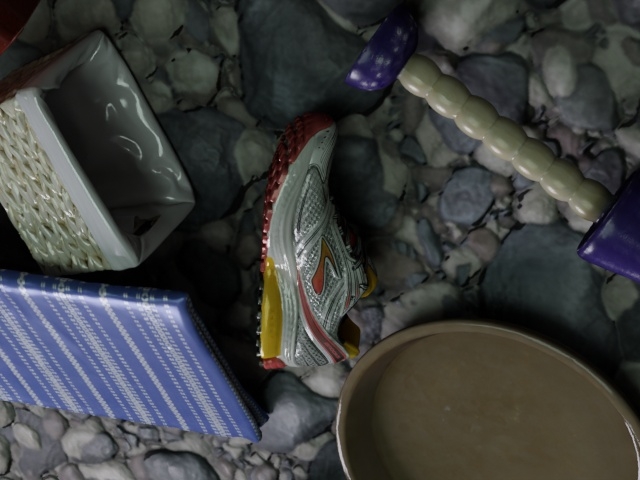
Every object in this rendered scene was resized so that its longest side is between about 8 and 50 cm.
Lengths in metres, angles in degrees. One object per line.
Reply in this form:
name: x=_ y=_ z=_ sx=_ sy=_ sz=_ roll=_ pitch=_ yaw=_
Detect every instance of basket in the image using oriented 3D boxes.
basket: x=-0.195 y=-0.063 z=1.548 sx=0.103 sy=0.113 sz=0.167 roll=-15 pitch=113 yaw=35

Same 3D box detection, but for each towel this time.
towel: x=-0.226 y=0.081 z=1.644 sx=0.336 sy=0.040 sz=0.243 roll=7 pitch=151 yaw=21

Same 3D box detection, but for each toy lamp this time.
toy lamp: x=0.147 y=-0.063 z=1.399 sx=0.274 sy=0.080 sz=0.080 roll=35 pitch=129 yaw=1

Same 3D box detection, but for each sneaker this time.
sneaker: x=0.000 y=0.000 z=1.523 sx=0.092 sy=0.088 sz=0.225 roll=3 pitch=124 yaw=1

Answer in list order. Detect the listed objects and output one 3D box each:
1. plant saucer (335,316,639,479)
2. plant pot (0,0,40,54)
plant saucer: x=0.146 y=0.173 z=1.579 sx=0.277 sy=0.041 sz=0.278 roll=13 pitch=126 yaw=19
plant pot: x=-0.326 y=-0.225 z=1.430 sx=0.235 sy=0.267 sz=0.267 roll=38 pitch=131 yaw=-16
